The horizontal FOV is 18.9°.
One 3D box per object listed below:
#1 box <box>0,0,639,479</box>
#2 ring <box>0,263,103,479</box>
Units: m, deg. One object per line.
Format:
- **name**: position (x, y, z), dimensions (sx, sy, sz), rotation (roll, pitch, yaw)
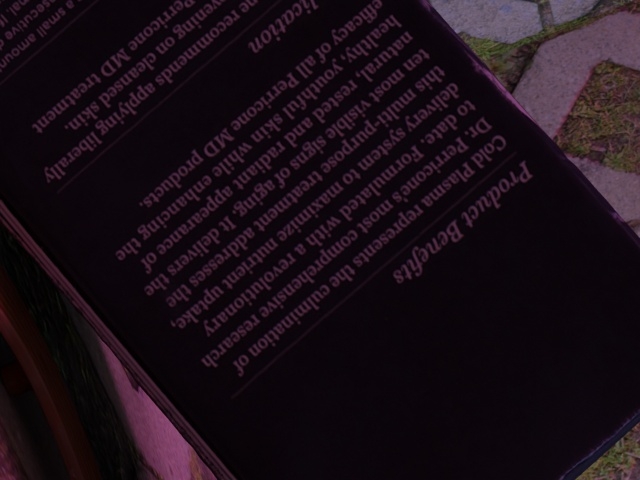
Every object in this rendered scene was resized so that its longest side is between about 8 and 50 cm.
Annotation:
- **box**: position (0.000, 0.000, 1.363), dimensions (0.472, 0.297, 0.480), rotation (50, 0, 8)
- **ring**: position (-0.171, 0.133, 1.080), dimensions (0.336, 0.032, 0.336), rotation (-23, 90, -88)
